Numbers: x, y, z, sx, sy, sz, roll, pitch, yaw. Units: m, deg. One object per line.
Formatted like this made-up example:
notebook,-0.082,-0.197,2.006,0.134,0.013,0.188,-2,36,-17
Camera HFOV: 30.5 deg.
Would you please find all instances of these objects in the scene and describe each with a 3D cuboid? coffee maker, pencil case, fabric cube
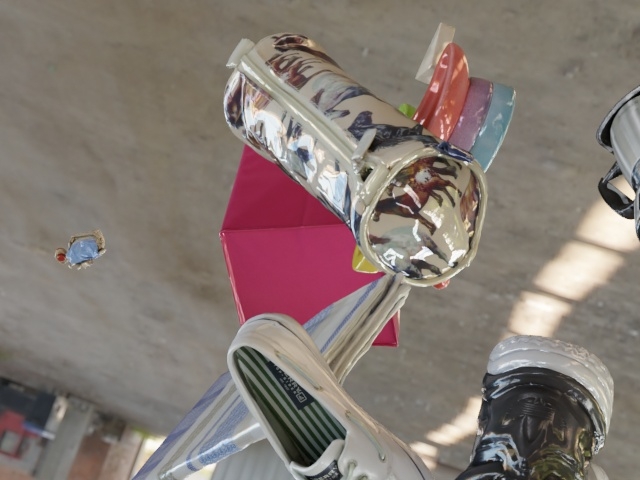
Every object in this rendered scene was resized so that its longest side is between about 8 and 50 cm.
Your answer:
coffee maker,0.344,-0.044,1.041,0.171,0.178,0.120,12,127,-8
pencil case,0.026,-0.113,1.372,0.183,0.160,0.410,50,177,-40
fabric cube,0.000,0.000,1.902,0.259,0.258,0.254,-2,126,9

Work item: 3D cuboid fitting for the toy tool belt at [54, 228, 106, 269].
toy tool belt,-0.369,0.019,1.806,0.051,0.083,0.052,-113,-1,-53

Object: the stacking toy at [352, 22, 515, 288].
stacking toy,0.164,-0.110,1.535,0.130,0.279,0.309,21,124,-7

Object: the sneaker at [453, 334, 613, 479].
sneaker,0.130,0.191,0.783,0.101,0.153,0.269,13,144,19

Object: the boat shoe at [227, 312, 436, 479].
boat shoe,0.006,0.156,0.848,0.226,0.083,0.076,48,-160,3

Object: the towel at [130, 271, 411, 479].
towel,-0.053,0.141,1.061,0.034,0.209,0.285,50,132,-6
